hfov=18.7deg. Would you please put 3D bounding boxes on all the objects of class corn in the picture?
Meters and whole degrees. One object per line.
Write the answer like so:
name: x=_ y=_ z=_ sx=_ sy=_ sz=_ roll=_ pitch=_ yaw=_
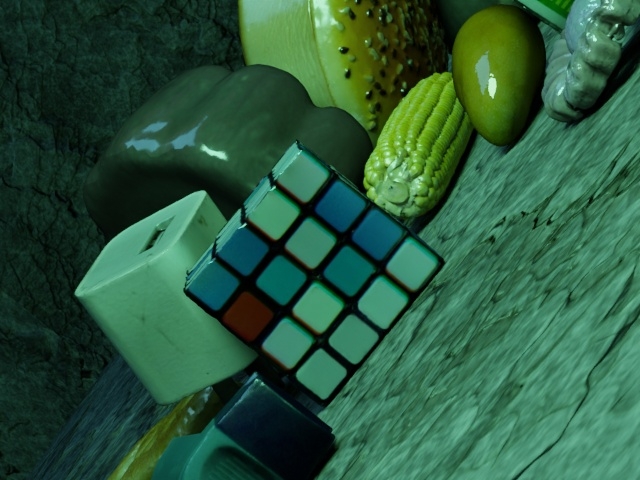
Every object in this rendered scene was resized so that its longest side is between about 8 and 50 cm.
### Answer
corn: x=0.097 y=-0.092 z=1.859 sx=0.081 sy=0.081 sz=0.248 roll=-48 pitch=6 yaw=27

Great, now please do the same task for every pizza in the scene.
pizza: x=-0.151 y=0.213 z=1.991 sx=0.271 sy=0.056 sz=0.134 roll=-49 pitch=8 yaw=27

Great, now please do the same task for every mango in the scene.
mango: x=0.156 y=-0.149 z=1.723 sx=0.184 sy=0.084 sz=0.102 roll=-71 pitch=-15 yaw=-60

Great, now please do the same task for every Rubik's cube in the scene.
Rubik's cube: x=-0.008 y=0.022 z=1.606 sx=0.155 sy=0.151 sz=0.154 roll=-50 pitch=7 yaw=2

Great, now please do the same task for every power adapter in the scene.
power adapter: x=-0.105 y=0.080 z=1.767 sx=0.125 sy=0.205 sz=0.130 roll=-27 pitch=20 yaw=26

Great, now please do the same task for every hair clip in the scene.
hair clip: x=0.258 y=-0.220 z=1.471 sx=0.300 sy=0.069 sz=0.173 roll=-50 pitch=6 yaw=13

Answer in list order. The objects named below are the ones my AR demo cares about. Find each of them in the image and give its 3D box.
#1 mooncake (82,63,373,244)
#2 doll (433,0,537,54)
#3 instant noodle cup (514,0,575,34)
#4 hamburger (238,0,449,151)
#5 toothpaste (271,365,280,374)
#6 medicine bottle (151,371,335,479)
mooncake: x=-0.077 y=-0.041 z=1.940 sx=0.154 sy=0.306 sz=0.306 roll=-55 pitch=7 yaw=-30
doll: x=0.272 y=-0.404 z=2.147 sx=0.382 sy=0.252 sz=0.379 roll=133 pitch=142 yaw=-61
instant noodle cup: x=0.230 y=-0.307 z=1.691 sx=0.233 sy=0.207 sz=0.207 roll=-56 pitch=4 yaw=11
hamburger: x=0.035 y=-0.205 z=2.046 sx=0.176 sy=0.300 sz=0.300 roll=-11 pitch=20 yaw=18
toothpaste: x=-0.030 y=0.097 z=1.882 sx=0.067 sy=0.043 sz=0.194 roll=-58 pitch=3 yaw=-30
medicine bottle: x=-0.073 y=0.176 z=1.474 sx=0.124 sy=0.079 sz=0.258 roll=-56 pitch=6 yaw=-15
